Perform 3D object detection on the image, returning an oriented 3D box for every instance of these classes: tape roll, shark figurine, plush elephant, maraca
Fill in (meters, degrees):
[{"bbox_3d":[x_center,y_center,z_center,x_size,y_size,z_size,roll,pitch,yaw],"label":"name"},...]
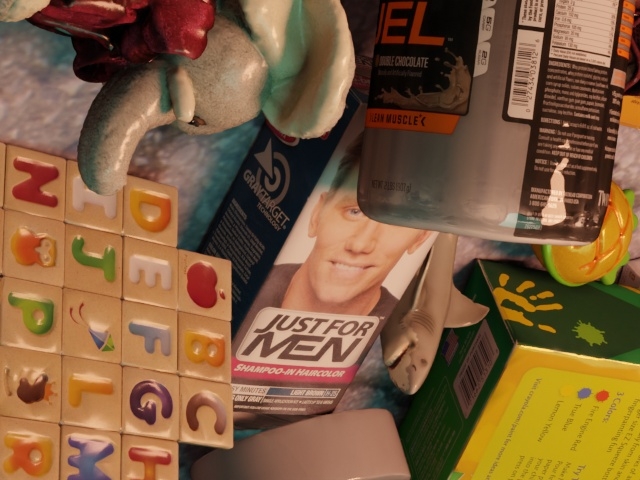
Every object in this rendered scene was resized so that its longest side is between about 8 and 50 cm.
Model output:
[{"bbox_3d":[-0.021,0.240,1.692,0.219,0.072,0.219,-16,164,-5],"label":"tape roll"},{"bbox_3d":[0.136,0.027,1.652,0.116,0.166,0.278,26,84,-18],"label":"shark figurine"},{"bbox_3d":[-0.133,-0.160,1.175,0.330,0.271,0.255,-41,118,-33],"label":"plush elephant"},{"bbox_3d":[0.284,-0.012,1.732,0.185,0.099,0.127,12,95,-51],"label":"maraca"}]

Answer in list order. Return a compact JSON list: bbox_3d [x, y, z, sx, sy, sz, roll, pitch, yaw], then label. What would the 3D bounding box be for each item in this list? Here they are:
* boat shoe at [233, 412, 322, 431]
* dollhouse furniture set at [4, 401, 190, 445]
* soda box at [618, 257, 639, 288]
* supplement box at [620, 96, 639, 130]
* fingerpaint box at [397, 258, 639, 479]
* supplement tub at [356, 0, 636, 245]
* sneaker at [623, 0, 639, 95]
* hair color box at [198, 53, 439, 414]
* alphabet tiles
[{"bbox_3d":[-0.077,0.166,1.671,0.184,0.066,0.063,9,135,-43],"label":"boat shoe"},{"bbox_3d":[-0.327,0.144,1.371,0.374,0.201,0.152,-10,145,-43],"label":"dollhouse furniture set"},{"bbox_3d":[0.380,0.120,1.938,0.069,0.074,0.216,-13,133,-24],"label":"soda box"},{"bbox_3d":[0.337,-0.222,1.596,0.078,0.080,0.233,10,119,-39],"label":"supplement box"},{"bbox_3d":[0.278,0.263,1.863,0.371,0.163,0.445,10,123,-19],"label":"fingerpaint box"},{"bbox_3d":[0.148,-0.172,1.334,0.207,0.207,0.338,5,93,-38],"label":"supplement tub"},{"bbox_3d":[0.290,-0.231,1.487,0.106,0.162,0.281,-7,131,-30],"label":"sneaker"},{"bbox_3d":[0.000,0.000,1.539,0.173,0.105,0.347,7,122,-39],"label":"hair color box"},{"bbox_3d":[-0.210,0.066,1.341,0.342,0.285,0.011,14,155,-37],"label":"alphabet tiles"}]
